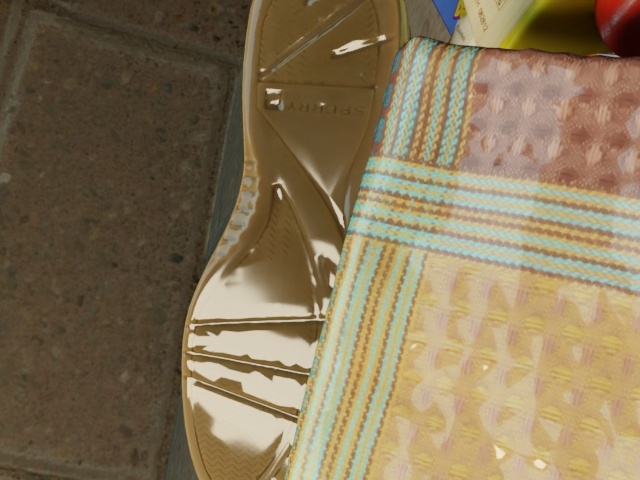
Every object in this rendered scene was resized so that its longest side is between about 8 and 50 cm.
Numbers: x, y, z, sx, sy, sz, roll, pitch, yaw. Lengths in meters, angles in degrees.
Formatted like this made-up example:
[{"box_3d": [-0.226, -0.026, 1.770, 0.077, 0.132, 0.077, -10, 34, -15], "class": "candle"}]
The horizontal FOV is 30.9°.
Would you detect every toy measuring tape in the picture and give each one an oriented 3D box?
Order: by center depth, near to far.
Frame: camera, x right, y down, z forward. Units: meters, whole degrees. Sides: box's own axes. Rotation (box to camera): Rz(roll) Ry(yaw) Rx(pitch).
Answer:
[{"box_3d": [0.129, -0.112, 0.584, 0.330, 0.121, 0.121, 126, 155, -54], "class": "toy measuring tape"}]

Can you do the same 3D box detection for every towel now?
[{"box_3d": [0.092, 0.114, 0.405, 0.271, 0.040, 0.370, 11, 86, 35], "class": "towel"}]

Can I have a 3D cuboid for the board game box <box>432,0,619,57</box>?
[{"box_3d": [0.159, -0.238, 0.771, 0.347, 0.078, 0.233, -99, 26, -60], "class": "board game box"}]

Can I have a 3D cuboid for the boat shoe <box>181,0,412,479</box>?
[{"box_3d": [0.000, 0.000, 0.618, 0.098, 0.109, 0.303, -10, -72, -72], "class": "boat shoe"}]
